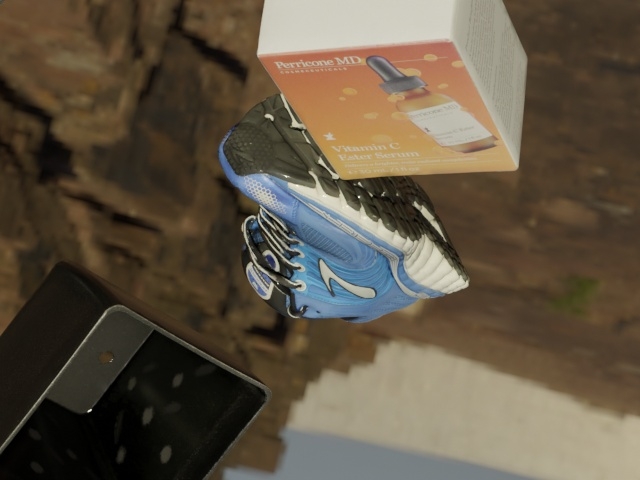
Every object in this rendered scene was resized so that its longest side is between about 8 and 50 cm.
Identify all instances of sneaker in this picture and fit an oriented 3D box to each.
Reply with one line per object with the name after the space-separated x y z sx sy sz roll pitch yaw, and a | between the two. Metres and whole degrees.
0.000 0.000 1.343 0.147 0.130 0.330 -32 151 10 | sneaker

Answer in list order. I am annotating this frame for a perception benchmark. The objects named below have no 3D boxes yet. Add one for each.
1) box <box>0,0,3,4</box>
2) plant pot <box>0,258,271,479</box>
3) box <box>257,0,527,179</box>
-0.384 -0.278 1.744 0.117 0.213 0.243 40 178 -3 | box
-0.190 0.124 1.515 0.187 0.188 0.167 33 -170 -37 | plant pot
0.051 -0.119 1.136 0.130 0.091 0.170 -2 154 21 | box
